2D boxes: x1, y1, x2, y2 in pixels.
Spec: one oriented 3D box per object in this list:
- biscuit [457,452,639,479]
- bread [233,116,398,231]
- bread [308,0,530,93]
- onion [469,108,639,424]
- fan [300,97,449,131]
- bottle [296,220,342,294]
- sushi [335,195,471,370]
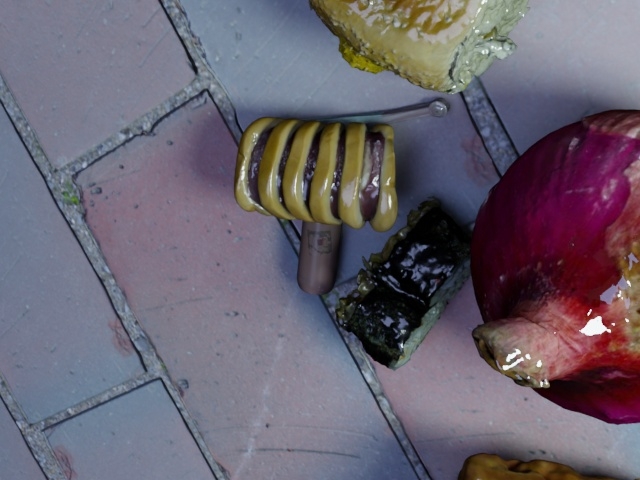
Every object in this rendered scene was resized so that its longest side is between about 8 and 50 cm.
[{"bbox_3d":[0.293,0.471,1.330,0.343,0.166,0.395,11,115,4],"label":"biscuit"},{"bbox_3d":[-0.003,-0.086,1.349,0.225,0.081,0.134,6,83,29],"label":"bread"},{"bbox_3d":[0.105,-0.257,1.204,0.246,0.195,0.176,34,116,15],"label":"bread"},{"bbox_3d":[0.280,0.050,1.110,0.348,0.385,0.347,24,127,37],"label":"onion"},{"bbox_3d":[0.033,-0.149,1.384,0.282,0.023,0.057,-10,99,31],"label":"fan"},{"bbox_3d":[0.000,0.000,1.437,0.053,0.053,0.140,16,114,23],"label":"bottle"},{"bbox_3d":[0.100,0.062,1.350,0.115,0.147,0.212,38,125,11],"label":"sushi"}]
